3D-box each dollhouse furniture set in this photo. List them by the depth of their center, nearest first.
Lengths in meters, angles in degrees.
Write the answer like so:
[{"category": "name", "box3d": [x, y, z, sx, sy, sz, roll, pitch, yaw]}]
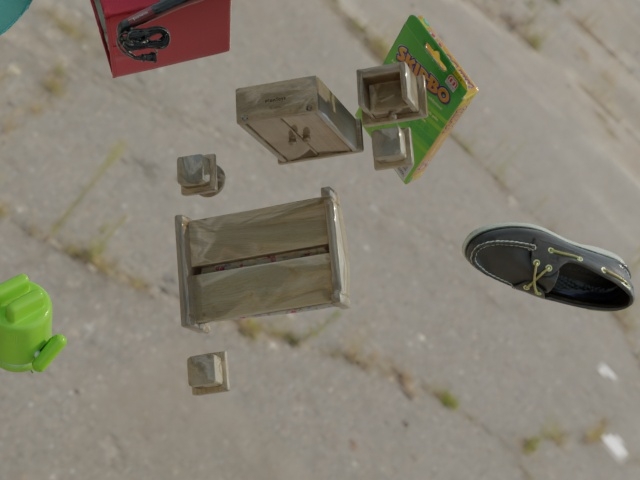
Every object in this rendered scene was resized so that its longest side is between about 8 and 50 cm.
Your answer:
[{"category": "dollhouse furniture set", "box3d": [0.000, 0.000, 1.643, 0.174, 0.303, 0.355, 35, 48, -67]}]

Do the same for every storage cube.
[{"category": "storage cube", "box3d": [-0.251, -0.386, 2.086, 0.215, 0.193, 0.183, 102, -29, -67]}]

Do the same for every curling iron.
[{"category": "curling iron", "box3d": [-0.157, -0.325, 1.850, 0.035, 0.274, 0.068, 31, -27, 60]}]

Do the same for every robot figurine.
[{"category": "robot figurine", "box3d": [-0.300, 0.085, 1.361, 0.101, 0.115, 0.067, 40, 53, 23]}]

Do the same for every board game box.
[{"category": "board game box", "box3d": [0.123, -0.182, 1.773, 0.039, 0.259, 0.124, -30, 77, -23]}]

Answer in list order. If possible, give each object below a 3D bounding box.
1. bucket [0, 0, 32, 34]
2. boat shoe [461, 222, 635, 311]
[{"category": "bucket", "box3d": [-0.513, -0.417, 1.926, 0.183, 0.281, 0.281, 34, 19, 10]}, {"category": "boat shoe", "box3d": [0.291, 0.036, 1.729, 0.228, 0.081, 0.068, 12, 30, -14]}]
